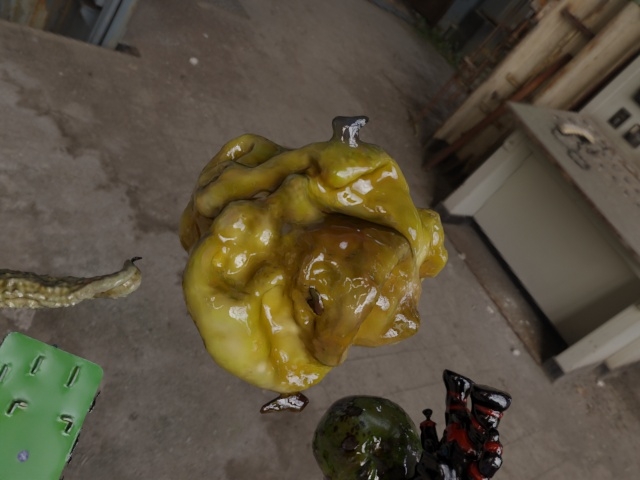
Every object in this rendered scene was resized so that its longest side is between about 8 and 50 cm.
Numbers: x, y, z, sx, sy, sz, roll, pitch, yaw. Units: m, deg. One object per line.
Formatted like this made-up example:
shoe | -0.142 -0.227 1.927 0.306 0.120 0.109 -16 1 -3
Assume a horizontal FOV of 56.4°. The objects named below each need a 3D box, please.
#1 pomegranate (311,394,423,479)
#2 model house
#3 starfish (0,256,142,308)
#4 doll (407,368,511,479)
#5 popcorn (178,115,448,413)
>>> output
pomegranate | 0.044 0.263 0.710 0.138 0.163 0.125 46 21 12
model house | -0.688 0.372 1.273 0.242 0.313 0.357 37 59 -42
starfish | -0.456 0.072 0.636 0.324 0.432 0.082 -31 120 -73
doll | 0.119 0.259 0.600 0.088 0.248 0.127 18 -2 6
popcorn | 0.000 0.000 0.646 0.297 0.281 0.316 6 26 -15
